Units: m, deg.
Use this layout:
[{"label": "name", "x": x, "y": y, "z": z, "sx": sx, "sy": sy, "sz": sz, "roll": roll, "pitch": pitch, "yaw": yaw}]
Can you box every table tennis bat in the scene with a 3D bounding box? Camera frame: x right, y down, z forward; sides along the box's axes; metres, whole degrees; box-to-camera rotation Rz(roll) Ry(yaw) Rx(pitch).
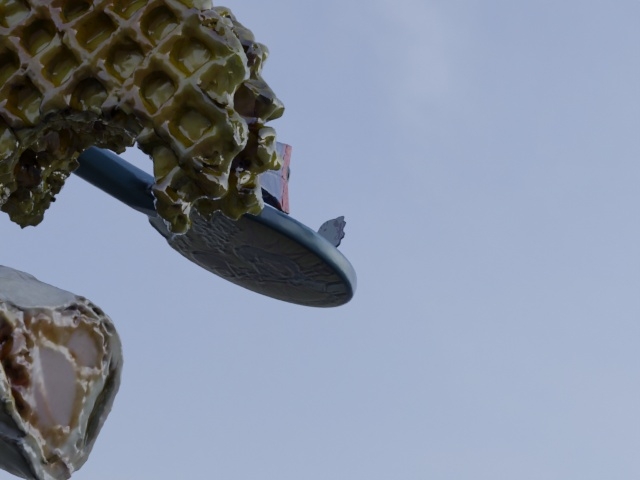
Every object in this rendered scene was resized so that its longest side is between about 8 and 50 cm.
[{"label": "table tennis bat", "x": -0.112, "y": -0.015, "z": 1.817, "sx": 0.329, "sy": 0.044, "sz": 0.215, "roll": 27, "pitch": -20, "yaw": -8}]

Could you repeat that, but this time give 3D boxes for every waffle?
[{"label": "waffle", "x": -0.200, "y": -0.128, "z": 1.665, "sx": 0.324, "sy": 0.261, "sz": 0.151, "roll": 2, "pitch": -12, "yaw": 16}]

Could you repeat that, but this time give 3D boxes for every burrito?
[{"label": "burrito", "x": -0.262, "y": 0.050, "z": 1.088, "sx": 0.299, "sy": 0.105, "sz": 0.143, "roll": 16, "pitch": -35, "yaw": 36}]

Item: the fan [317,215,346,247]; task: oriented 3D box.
[{"label": "fan", "x": 0.000, "y": 0.000, "z": 2.210, "sx": 0.083, "sy": 0.056, "sz": 0.004, "roll": -27, "pitch": -50, "yaw": 32}]

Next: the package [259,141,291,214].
[{"label": "package", "x": -0.086, "y": -0.089, "z": 1.952, "sx": 0.022, "sy": 0.083, "sz": 0.200, "roll": -2, "pitch": -13, "yaw": 31}]
